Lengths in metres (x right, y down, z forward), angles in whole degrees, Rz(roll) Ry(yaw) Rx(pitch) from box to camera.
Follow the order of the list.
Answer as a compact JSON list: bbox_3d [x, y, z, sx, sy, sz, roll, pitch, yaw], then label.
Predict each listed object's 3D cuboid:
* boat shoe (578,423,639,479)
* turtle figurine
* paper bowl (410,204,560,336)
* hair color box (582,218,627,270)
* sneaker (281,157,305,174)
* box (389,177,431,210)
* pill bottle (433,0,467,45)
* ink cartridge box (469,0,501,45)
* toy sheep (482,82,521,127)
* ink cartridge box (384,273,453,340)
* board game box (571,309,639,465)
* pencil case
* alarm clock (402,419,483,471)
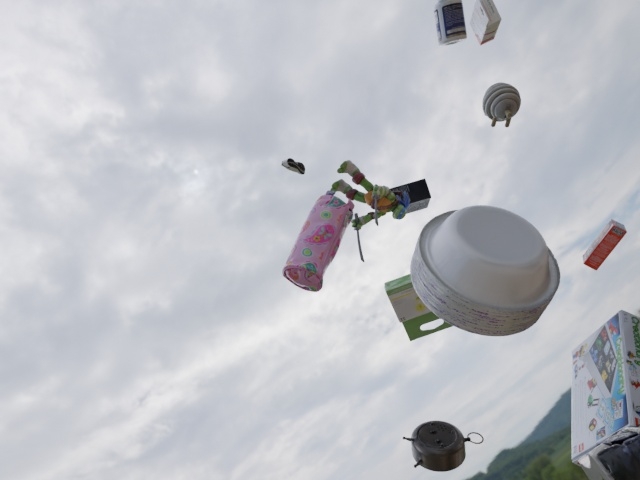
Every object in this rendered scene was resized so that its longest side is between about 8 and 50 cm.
[{"bbox_3d":[0.558,0.392,0.788,0.158,0.127,0.340,-32,-36,5],"label":"boat shoe"},{"bbox_3d":[0.140,-0.129,1.542,0.274,0.266,0.198,-46,-19,-9],"label":"turtle figurine"},{"bbox_3d":[0.336,0.039,0.930,0.284,0.284,0.148,-19,-40,-25],"label":"paper bowl"},{"bbox_3d":[0.837,0.012,1.354,0.072,0.043,0.141,-36,-27,-58],"label":"hair color box"},{"bbox_3d":[-0.097,-0.268,1.658,0.109,0.044,0.040,26,-112,-47],"label":"sneaker"},{"bbox_3d":[0.380,-0.180,1.965,0.158,0.093,0.156,-16,-14,3],"label":"box"},{"bbox_3d":[0.429,-0.746,1.524,0.094,0.094,0.169,-18,-76,-25],"label":"pill bottle"},{"bbox_3d":[0.672,-0.900,1.861,0.067,0.115,0.198,-23,-7,8],"label":"ink cartridge box"},{"bbox_3d":[0.410,-0.308,1.037,0.091,0.132,0.091,-2,-49,-3],"label":"toy sheep"},{"bbox_3d":[0.307,0.198,1.346,0.171,0.056,0.235,-22,-67,10],"label":"ink cartridge box"},{"bbox_3d":[0.629,0.322,1.006,0.193,0.053,0.305,107,-169,-46],"label":"board game box"},{"bbox_3d":[0.000,0.000,1.265,0.124,0.124,0.284,77,-147,-51],"label":"pencil case"},{"bbox_3d":[0.309,0.499,1.134,0.192,0.129,0.064,-6,-75,-4],"label":"alarm clock"}]
